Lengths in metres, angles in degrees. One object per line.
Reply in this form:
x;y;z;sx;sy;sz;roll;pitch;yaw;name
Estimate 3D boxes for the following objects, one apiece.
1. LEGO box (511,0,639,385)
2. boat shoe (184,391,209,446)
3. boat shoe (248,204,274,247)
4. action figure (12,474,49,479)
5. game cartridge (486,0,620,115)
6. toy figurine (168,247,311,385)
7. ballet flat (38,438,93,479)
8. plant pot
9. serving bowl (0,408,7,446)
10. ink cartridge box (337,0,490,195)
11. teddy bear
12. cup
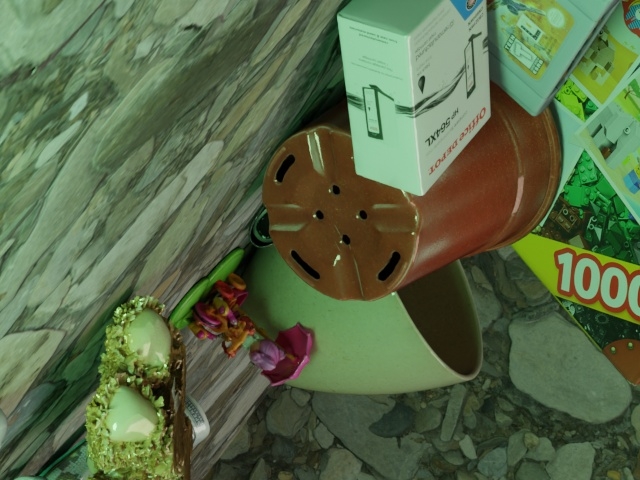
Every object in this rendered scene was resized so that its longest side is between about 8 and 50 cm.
0.359;-0.145;2.006;0.193;0.500;0.372;-13;145;-46;LEGO box
-0.237;0.299;2.389;0.102;0.108;0.301;-34;173;-26;boat shoe
-0.037;-0.043;2.039;0.133;0.049;0.042;-48;-176;23;boat shoe
-0.297;0.420;1.837;0.248;0.276;0.370;-47;172;-22;action figure
0.192;-0.255;1.715;0.062;0.198;0.297;-49;173;-21;game cartridge
-0.086;0.111;2.088;0.130;0.159;0.173;-53;173;16;toy figurine
-0.263;0.261;2.063;0.221;0.079;0.077;-46;174;-37;ballet flat
0.089;-0.068;1.923;0.265;0.272;0.272;-32;162;-49;plant pot
-0.304;0.185;1.515;0.083;0.027;0.083;-51;175;-6;serving bowl
0.097;-0.170;1.694;0.148;0.086;0.203;-48;145;-34;ink cartridge box
-0.201;0.189;1.781;0.338;0.113;0.245;85;8;-78;teddy bear
0.034;0.072;2.244;0.237;0.331;0.331;-26;-177;20;cup
